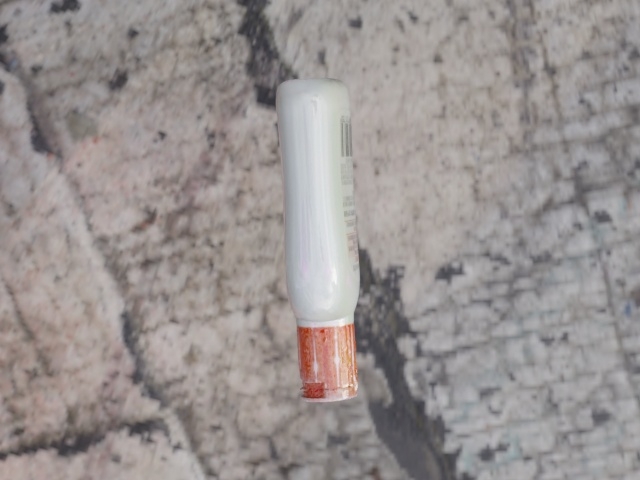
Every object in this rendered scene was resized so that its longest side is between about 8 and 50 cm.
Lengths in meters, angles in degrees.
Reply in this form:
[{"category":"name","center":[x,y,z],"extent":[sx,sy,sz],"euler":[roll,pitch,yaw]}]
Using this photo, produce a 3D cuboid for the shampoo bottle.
[{"category":"shampoo bottle","center":[0.000,0.000,1.036],"extent":[0.051,0.108,0.220],"euler":[-2,92,4]}]
